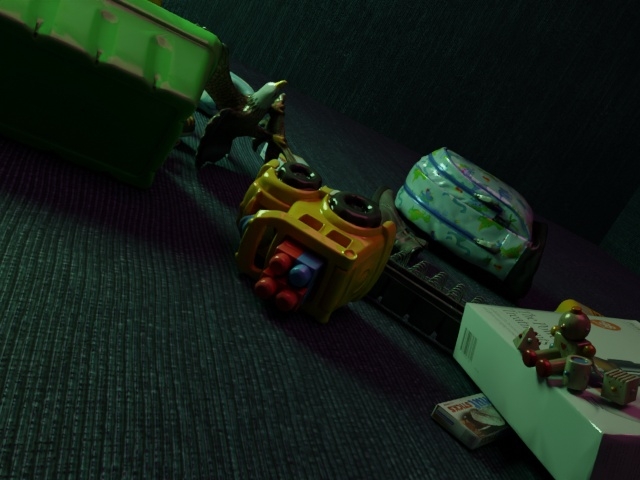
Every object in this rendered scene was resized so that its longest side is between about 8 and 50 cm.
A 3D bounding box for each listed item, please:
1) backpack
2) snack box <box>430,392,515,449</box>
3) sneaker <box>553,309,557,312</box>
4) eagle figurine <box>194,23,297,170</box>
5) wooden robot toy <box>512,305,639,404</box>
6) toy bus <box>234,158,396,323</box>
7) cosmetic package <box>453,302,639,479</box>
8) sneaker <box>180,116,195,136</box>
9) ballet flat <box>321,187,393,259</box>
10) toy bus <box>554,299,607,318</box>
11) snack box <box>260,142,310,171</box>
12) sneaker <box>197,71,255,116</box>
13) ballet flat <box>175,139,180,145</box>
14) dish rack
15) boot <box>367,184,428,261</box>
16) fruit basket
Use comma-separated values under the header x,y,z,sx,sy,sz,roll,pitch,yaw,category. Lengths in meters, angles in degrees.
x,y,z,sx,sy,sz,roll,pitch,yaw,category
0.349,-0.054,1.767,0.355,0.274,0.290,20,20,13,backpack
0.206,0.224,0.961,0.064,0.022,0.178,35,16,31,snack box
0.606,0.216,1.569,0.283,0.110,0.122,32,12,10,sneaker
-0.162,-0.246,1.410,0.226,0.225,0.298,40,18,32,eagle figurine
0.283,0.116,0.861,0.076,0.079,0.173,0,16,-24,wooden robot toy
-0.040,0.010,1.021,0.220,0.150,0.211,31,31,14,toy bus
0.370,0.196,0.961,0.284,0.098,0.377,9,14,-14,cosmetic package
-0.353,-0.332,1.425,0.321,0.180,0.124,31,15,5,sneaker
0.038,-0.030,1.334,0.280,0.096,0.095,20,16,-32,ballet flat
0.489,0.214,1.350,0.130,0.108,0.333,30,15,3,toy bus
-0.067,-0.161,1.675,0.100,0.037,0.141,23,16,-29,snack box
-0.288,-0.384,1.805,0.365,0.135,0.150,19,15,-31,sneaker
-0.271,-0.245,1.323,0.077,0.079,0.222,80,1,-61,ballet flat
0.182,0.087,1.266,0.208,0.074,0.271,34,15,14,dish rack
0.157,-0.027,1.615,0.161,0.083,0.246,38,21,4,boot
-0.346,-0.301,1.129,0.392,0.283,0.392,28,29,-18,fruit basket
